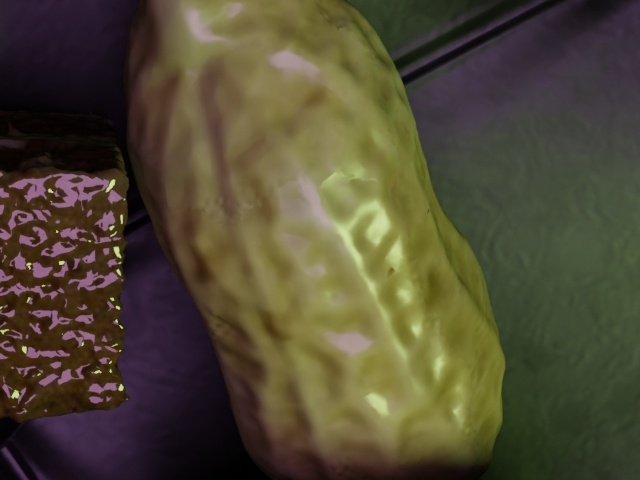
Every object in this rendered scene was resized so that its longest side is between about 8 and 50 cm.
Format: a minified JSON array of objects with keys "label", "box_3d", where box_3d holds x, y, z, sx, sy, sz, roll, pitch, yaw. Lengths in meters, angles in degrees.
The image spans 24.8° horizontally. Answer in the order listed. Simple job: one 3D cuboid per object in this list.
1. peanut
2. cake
[{"label":"peanut","box_3d":[0.000,0.000,0.698,0.140,0.153,0.325,-7,115,30]},{"label":"cake","box_3d":[-0.156,0.002,0.677,0.135,0.147,0.134,2,112,-9]}]
